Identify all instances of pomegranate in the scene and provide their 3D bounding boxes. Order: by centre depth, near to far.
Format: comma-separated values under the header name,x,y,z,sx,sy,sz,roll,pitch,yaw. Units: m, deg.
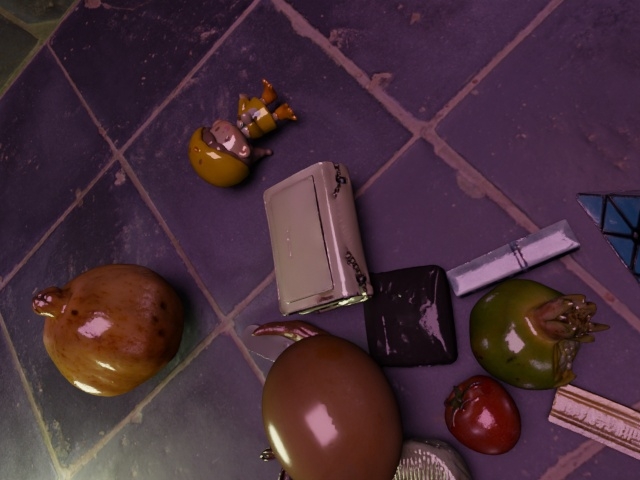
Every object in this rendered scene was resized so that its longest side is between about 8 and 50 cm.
name,x,y,z,sx,sy,sz,roll,pitch,yaw
pomegranate,0.430,0.178,0.926,0.235,0.302,0.236,0,67,-1
pomegranate,-0.602,0.231,1.304,0.409,0.410,0.410,-5,77,23

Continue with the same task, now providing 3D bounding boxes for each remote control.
name,x,y,z,sx,sy,sz,roll,pitch,yaw
remote control,-0.117,0.303,1.289,0.244,0.022,0.077,18,85,25

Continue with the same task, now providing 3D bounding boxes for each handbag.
name,x,y,z,sx,sy,sz,roll,pitch,yaw
handbag,0.211,0.187,1.136,0.223,0.080,0.247,-10,74,22
handbag,0.000,0.000,1.209,0.236,0.160,0.359,-24,69,41

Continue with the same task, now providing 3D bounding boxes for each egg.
name,x,y,z,sx,sy,sz,roll,pitch,yaw
egg,0.025,0.391,1.032,0.301,0.301,0.374,-41,45,11

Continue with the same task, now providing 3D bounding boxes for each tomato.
name,x,y,z,sx,sy,sz,roll,pitch,yaw
tomato,0.357,0.380,0.998,0.167,0.167,0.167,-5,77,23

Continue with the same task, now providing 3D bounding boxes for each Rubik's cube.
name,x,y,z,sx,sy,sz,roll,pitch,yaw
Rubik's cube,0.701,-0.029,0.930,0.228,0.233,0.229,32,137,-10

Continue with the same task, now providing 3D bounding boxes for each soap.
name,x,y,z,sx,sy,sz,roll,pitch,yaw
soap,0.609,0.381,0.943,0.252,0.037,0.092,19,86,27

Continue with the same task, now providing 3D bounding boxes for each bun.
name,x,y,z,sx,sy,sz,roll,pitch,yaw
bun,0.245,0.550,1.031,0.221,0.108,0.221,-6,79,32

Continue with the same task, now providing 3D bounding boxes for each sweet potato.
name,x,y,z,sx,sy,sz,roll,pitch,yaw
sweet potato,-0.055,0.255,1.247,0.255,0.058,0.078,10,39,16

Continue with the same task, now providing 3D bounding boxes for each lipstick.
name,x,y,z,sx,sy,sz,roll,pitch,yaw
lipstick,0.436,0.049,1.067,0.289,0.077,0.076,-26,71,18

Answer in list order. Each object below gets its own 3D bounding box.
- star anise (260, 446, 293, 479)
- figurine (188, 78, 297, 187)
name,x,y,z,sx,sy,sz,roll,pitch,yaw
star anise,-0.057,0.541,1.180,0.236,0.093,0.229,21,82,22
figurine,-0.242,-0.312,1.393,0.343,0.187,0.215,-40,57,5
